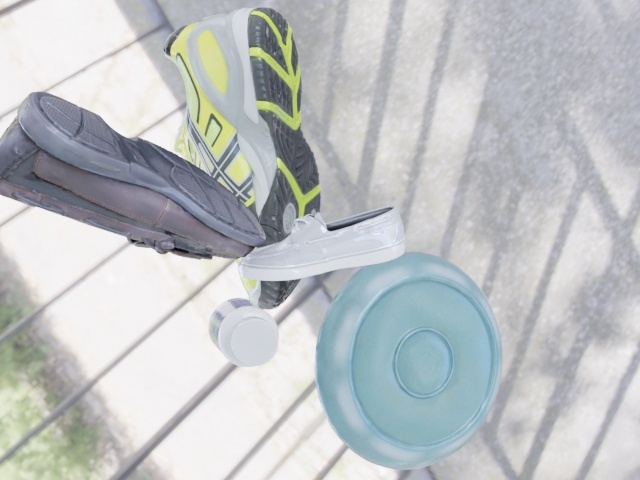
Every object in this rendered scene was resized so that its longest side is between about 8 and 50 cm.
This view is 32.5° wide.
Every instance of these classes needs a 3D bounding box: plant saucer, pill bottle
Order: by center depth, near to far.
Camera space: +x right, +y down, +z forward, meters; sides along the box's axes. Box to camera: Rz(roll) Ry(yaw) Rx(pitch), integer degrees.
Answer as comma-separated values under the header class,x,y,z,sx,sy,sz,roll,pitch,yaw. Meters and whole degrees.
class,x,y,z,sx,sy,sz,roll,pitch,yaw
plant saucer,0.141,0.175,1.586,0.317,0.318,0.044,59,157,-13
pill bottle,-0.135,0.169,1.987,0.112,0.112,0.187,57,171,-11

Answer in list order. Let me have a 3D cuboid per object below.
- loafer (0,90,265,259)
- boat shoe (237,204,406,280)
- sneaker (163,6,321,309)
class,x,y,z,sx,sy,sz,roll,pitch,yaw
loafer,-0.183,-0.042,1.058,0.095,0.303,0.109,-46,47,15
boat shoe,0.000,0.000,1.180,0.184,0.066,0.063,-8,106,0
sneaker,-0.095,-0.098,1.374,0.147,0.145,0.384,3,110,22
